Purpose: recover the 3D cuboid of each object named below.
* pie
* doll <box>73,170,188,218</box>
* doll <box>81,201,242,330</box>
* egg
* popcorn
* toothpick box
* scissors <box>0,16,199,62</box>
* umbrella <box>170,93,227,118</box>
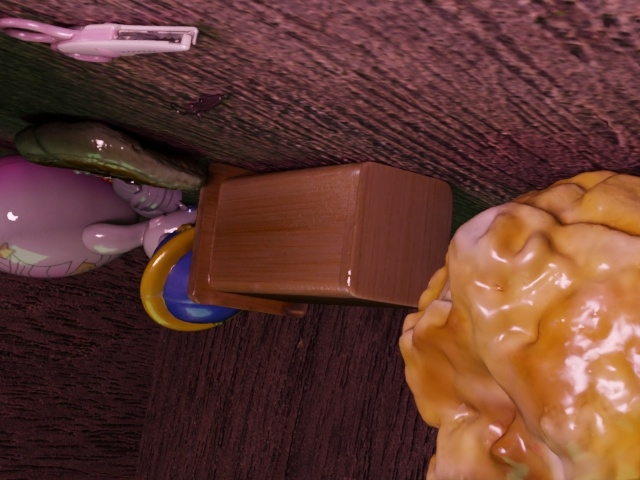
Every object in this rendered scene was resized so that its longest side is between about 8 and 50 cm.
[{"bbox_3d":[-0.250,-0.100,1.160,0.240,0.054,0.240,11,177,1],"label":"pie"},{"bbox_3d":[-0.265,-0.082,1.342,0.180,0.079,0.094,21,-173,12],"label":"doll"},{"bbox_3d":[-0.150,0.026,1.387,0.311,0.160,0.242,-21,-158,-29],"label":"doll"},{"bbox_3d":[-0.414,-0.033,1.467,0.271,0.196,0.196,21,170,-39],"label":"egg"},{"bbox_3d":[0.272,0.096,0.882,0.390,0.344,0.354,-11,-151,2],"label":"popcorn"},{"bbox_3d":[0.000,0.000,1.167,0.190,0.188,0.308,13,171,-37],"label":"toothpick box"},{"bbox_3d":[-0.142,-0.133,0.636,0.176,0.022,0.085,10,176,41],"label":"scissors"},{"bbox_3d":[-0.103,-0.119,0.841,0.022,0.013,0.122,35,165,-27],"label":"umbrella"}]
